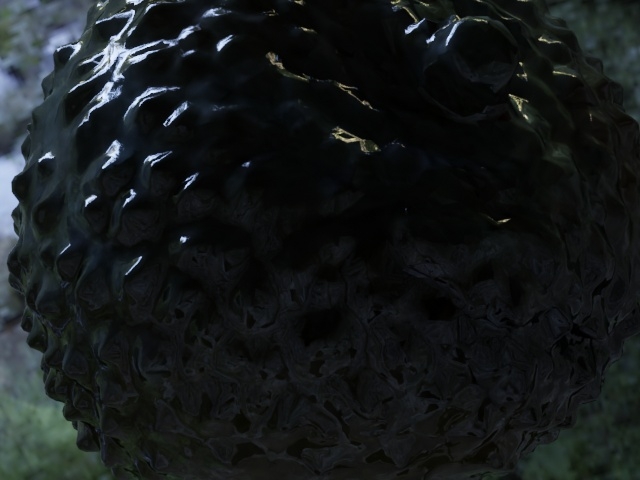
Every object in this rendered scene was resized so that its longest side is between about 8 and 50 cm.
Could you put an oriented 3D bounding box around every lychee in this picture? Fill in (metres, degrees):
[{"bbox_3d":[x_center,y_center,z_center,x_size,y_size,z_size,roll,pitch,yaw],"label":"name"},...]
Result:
[{"bbox_3d":[0.000,0.000,0.691,0.255,0.274,0.255,15,46,-16],"label":"lychee"}]
